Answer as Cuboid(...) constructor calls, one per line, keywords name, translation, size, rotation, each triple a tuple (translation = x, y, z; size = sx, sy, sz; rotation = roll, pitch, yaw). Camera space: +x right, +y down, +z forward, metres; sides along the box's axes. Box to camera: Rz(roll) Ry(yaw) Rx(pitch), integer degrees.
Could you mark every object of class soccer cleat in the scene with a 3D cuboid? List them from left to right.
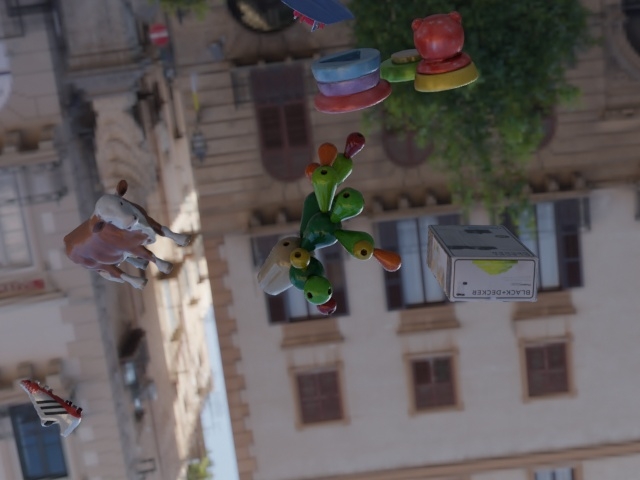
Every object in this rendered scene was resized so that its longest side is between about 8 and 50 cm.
Cuboid(name="soccer cleat", translation=(-0.280, 0.169, 1.074), size=(0.083, 0.036, 0.029), rotation=(26, 167, 22))

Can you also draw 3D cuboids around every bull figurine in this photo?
Cuboid(name="bull figurine", translation=(-0.358, -0.004, 1.915), size=(0.310, 0.188, 0.101), rotation=(-21, -139, 55))

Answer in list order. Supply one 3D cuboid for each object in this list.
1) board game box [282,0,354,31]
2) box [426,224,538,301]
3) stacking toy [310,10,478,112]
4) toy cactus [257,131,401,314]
Cuboid(name="board game box", translation=(-0.022, -0.408, 1.853), size=(0.133, 0.033, 0.168), rotation=(36, -151, 13))
Cuboid(name="box", translation=(0.312, 0.040, 2.068), size=(0.169, 0.087, 0.290), rotation=(1, -167, -2))
Cuboid(name="stacking toy", translation=(0.122, -0.356, 2.019), size=(0.309, 0.130, 0.279), rotation=(-14, -160, -3))
Cuboid(name="toy cactus", translation=(0.000, 0.000, 1.134), size=(0.112, 0.219, 0.180), rotation=(21, 137, -26))
